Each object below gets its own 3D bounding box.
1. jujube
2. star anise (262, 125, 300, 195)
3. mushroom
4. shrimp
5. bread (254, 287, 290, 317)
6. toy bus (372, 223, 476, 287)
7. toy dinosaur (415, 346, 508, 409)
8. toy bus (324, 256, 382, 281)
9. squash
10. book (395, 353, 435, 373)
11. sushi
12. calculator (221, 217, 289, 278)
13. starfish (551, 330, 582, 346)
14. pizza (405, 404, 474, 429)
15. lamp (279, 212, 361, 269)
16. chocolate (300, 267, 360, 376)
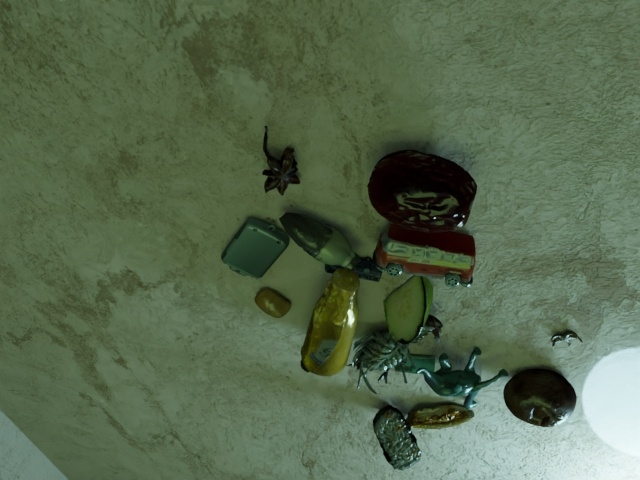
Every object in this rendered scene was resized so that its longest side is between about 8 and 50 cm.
[{"bbox_3d":[0.230,-0.109,1.414,0.243,0.183,0.183,18,138,10],"label":"jujube"},{"bbox_3d":[-0.106,-0.193,1.489,0.097,0.070,0.190,-16,134,-9],"label":"star anise"},{"bbox_3d":[0.716,0.518,1.989,0.231,0.138,0.194,5,136,7],"label":"mushroom"},{"bbox_3d":[0.224,0.342,1.913,0.221,0.166,0.410,33,121,-18],"label":"shrimp"},{"bbox_3d":[-0.152,0.203,1.913,0.115,0.056,0.082,39,130,-26],"label":"bread"},{"bbox_3d":[0.274,0.031,1.603,0.265,0.121,0.120,10,128,4],"label":"toy bus"},{"bbox_3d":[0.417,0.493,2.010,0.383,0.129,0.331,1,140,-21],"label":"toy dinosaur"},{"bbox_3d":[0.093,0.075,1.733,0.166,0.047,0.065,10,141,1],"label":"toy bus"},{"bbox_3d":[0.273,0.212,1.753,0.085,0.184,0.192,15,141,-26],"label":"squash"},{"bbox_3d":[0.317,0.417,2.060,0.135,0.017,0.103,2,135,11],"label":"book"},{"bbox_3d":[0.275,0.721,2.244,0.136,0.225,0.126,-24,167,-10],"label":"sushi"},{"bbox_3d":[-0.188,0.026,1.744,0.141,0.045,0.246,27,135,-15],"label":"calculator"},{"bbox_3d":[0.737,0.294,1.832,0.091,0.028,0.078,2,142,7],"label":"starfish"},{"bbox_3d":[0.430,0.650,2.251,0.271,0.056,0.134,-8,142,19],"label":"pizza"},{"bbox_3d":[0.000,0.000,1.638,0.250,0.101,0.101,34,133,-11],"label":"lamp"},{"bbox_3d":[0.029,0.243,1.831,0.162,0.162,0.445,11,139,1],"label":"chocolate"}]
